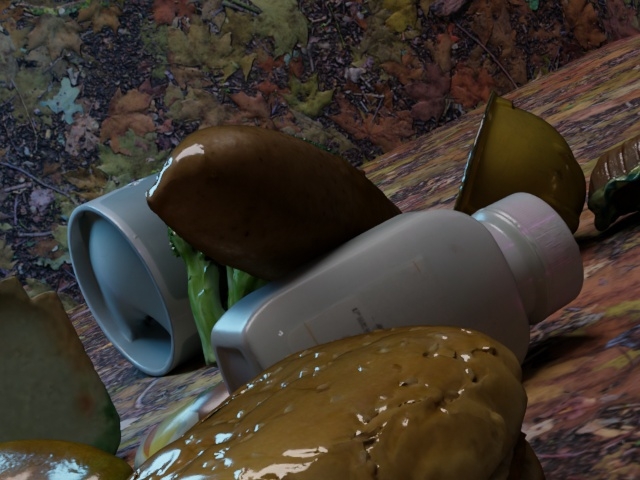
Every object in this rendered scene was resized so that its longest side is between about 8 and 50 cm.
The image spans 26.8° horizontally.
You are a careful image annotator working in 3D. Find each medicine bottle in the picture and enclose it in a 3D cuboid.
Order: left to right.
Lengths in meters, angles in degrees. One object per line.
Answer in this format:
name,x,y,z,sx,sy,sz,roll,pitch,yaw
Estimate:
medicine bottle,0.069,0.067,1.083,0.296,0.161,0.111,-29,11,-22

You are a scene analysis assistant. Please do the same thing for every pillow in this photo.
pillow,-0.070,0.160,1.255,0.233,0.086,0.214,-32,-1,-33

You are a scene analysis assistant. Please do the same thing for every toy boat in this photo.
toy boat,0.409,-0.092,1.411,0.293,0.099,0.108,-20,-18,39

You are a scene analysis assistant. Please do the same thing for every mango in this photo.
mango,-0.254,0.235,1.231,0.227,0.099,0.136,-10,10,35

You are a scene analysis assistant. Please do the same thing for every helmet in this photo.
helmet,0.221,-0.044,1.491,0.140,0.205,0.257,16,-19,9

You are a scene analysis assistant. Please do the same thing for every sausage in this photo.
sausage,0.002,-0.002,1.199,0.136,0.123,0.501,-37,-25,8

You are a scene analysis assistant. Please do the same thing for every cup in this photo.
cup,-0.184,0.047,1.949,0.274,0.259,0.357,-27,-24,-30

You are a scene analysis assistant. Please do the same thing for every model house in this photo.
model house,-0.424,0.214,1.462,0.312,0.245,0.280,-30,1,-44

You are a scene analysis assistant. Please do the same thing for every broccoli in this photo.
broccoli,-0.042,0.021,1.546,0.308,0.275,0.308,10,-12,2

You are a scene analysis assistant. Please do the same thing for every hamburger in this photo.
hamburger,-0.008,0.153,0.809,0.259,0.144,0.283,-14,18,44
